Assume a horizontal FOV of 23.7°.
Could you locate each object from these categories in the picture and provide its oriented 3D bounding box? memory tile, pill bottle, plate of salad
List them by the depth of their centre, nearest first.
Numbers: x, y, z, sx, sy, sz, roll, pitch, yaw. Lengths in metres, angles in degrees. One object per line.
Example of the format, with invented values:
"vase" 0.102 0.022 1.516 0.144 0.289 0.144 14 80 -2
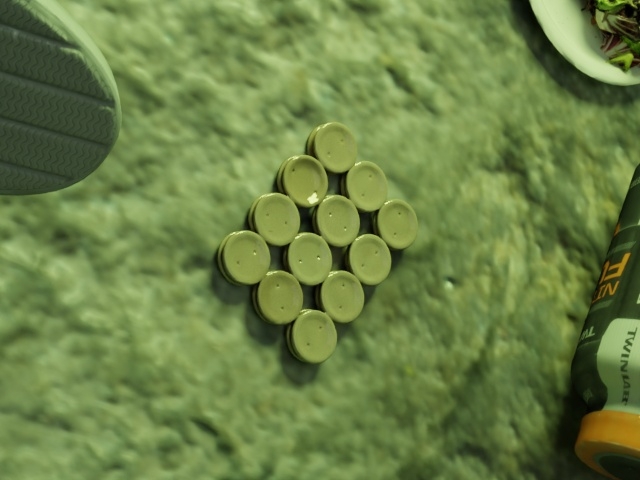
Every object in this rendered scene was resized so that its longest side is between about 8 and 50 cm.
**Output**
"memory tile" 0.000 0.000 1.048 0.113 0.012 0.148 49 60 -20
"pill bottle" 0.269 0.064 1.157 0.130 0.130 0.245 34 65 -27
"plate of salad" 0.239 -0.225 1.225 0.200 0.048 0.199 6 80 -35

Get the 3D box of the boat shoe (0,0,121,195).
"boat shoe" -0.256 -0.129 0.769 0.335 0.119 0.121 24 106 -29
